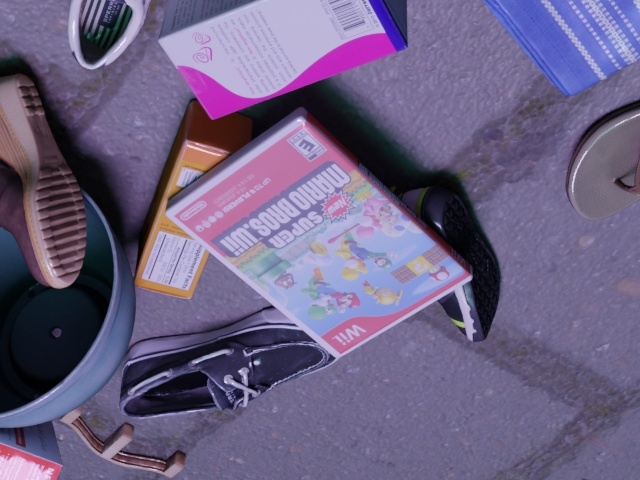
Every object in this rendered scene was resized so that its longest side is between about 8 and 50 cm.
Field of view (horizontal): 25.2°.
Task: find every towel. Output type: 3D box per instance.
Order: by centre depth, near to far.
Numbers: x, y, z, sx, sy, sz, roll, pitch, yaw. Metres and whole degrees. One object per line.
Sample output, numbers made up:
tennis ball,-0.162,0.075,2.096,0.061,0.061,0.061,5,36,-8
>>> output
towel,0.317,-0.289,1.380,0.336,0.040,0.243,-28,125,26

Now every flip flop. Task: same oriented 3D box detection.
flip flop,0.385,-0.098,1.519,0.277,0.080,0.112,-25,126,24

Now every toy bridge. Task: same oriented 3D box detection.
toy bridge,-0.278,0.274,1.946,0.188,0.026,0.063,32,128,-22

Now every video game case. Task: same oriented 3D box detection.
video game case,0.000,0.000,1.570,0.204,0.025,0.285,-33,121,28

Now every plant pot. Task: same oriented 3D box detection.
plant pot,-0.332,0.086,1.639,0.293,0.293,0.196,-9,157,12

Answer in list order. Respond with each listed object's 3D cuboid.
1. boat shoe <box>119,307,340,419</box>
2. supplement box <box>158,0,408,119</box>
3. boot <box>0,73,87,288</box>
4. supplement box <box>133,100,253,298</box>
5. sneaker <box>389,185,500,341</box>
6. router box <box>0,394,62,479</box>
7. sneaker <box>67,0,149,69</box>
boat shoe,-0.111,0.164,1.781,0.301,0.102,0.108,-10,130,13
supplement box,-0.035,-0.224,1.419,0.220,0.114,0.111,-18,129,18
boot,-0.369,-0.043,1.559,0.207,0.248,0.090,-21,170,26
supplement box,-0.147,-0.042,1.617,0.080,0.078,0.233,17,132,-14
sneaker,0.137,0.021,1.665,0.097,0.084,0.234,1,133,31
router box,-0.472,0.207,1.712,0.301,0.335,0.082,24,91,-15
sneaker,-0.186,-0.275,1.398,0.094,0.091,0.258,14,132,-8
